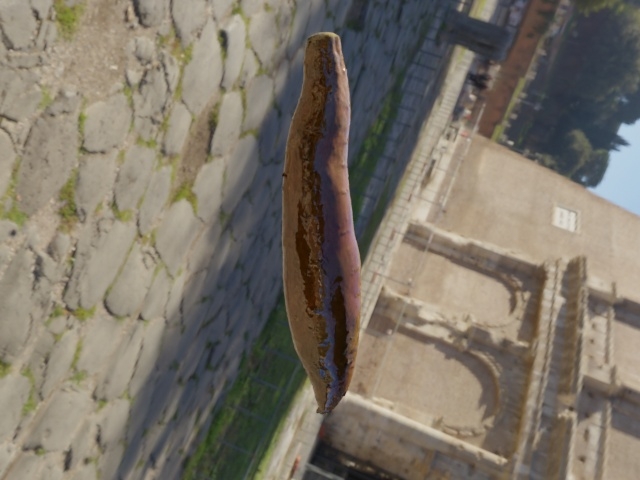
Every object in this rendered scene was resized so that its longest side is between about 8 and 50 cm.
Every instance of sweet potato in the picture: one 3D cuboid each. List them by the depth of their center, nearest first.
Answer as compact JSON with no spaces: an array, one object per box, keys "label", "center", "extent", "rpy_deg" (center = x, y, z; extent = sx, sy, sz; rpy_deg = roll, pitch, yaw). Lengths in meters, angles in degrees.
[{"label":"sweet potato","center":[0.001,0.000,0.450],"extent":[0.057,0.057,0.265],"rpy_deg":[-50,141,-65]}]
